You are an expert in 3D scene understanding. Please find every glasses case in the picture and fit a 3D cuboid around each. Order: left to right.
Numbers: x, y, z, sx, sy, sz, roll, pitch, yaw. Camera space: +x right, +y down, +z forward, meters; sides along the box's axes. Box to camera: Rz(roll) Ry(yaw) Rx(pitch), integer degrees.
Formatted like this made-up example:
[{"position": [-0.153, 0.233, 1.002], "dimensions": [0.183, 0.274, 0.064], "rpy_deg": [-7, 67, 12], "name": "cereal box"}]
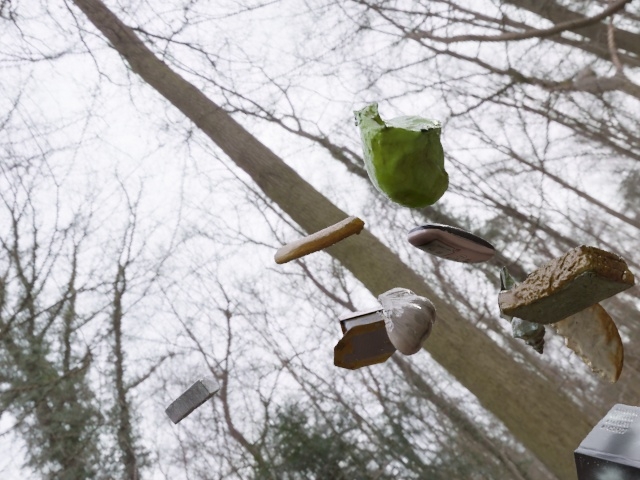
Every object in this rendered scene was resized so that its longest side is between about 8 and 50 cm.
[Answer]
[{"position": [0.389, 0.012, 1.904], "dimensions": [0.314, 0.122, 0.075], "rpy_deg": [17, -115, -35], "name": "glasses case"}]

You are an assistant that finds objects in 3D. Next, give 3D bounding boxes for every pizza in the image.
[{"position": [-0.005, 0.002, 1.731], "dimensions": [0.271, 0.056, 0.134], "rpy_deg": [-24, -1, 7], "name": "pizza"}]

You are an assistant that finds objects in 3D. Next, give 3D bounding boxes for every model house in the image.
[{"position": [0.127, 0.297, 2.094], "dimensions": [0.219, 0.136, 0.207], "rpy_deg": [-15, -50, -3], "name": "model house"}]

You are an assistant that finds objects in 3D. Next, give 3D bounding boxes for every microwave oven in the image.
[{"position": [0.960, 0.756, 1.905], "dimensions": [0.374, 0.236, 0.432], "rpy_deg": [-23, -74, -39], "name": "microwave oven"}]

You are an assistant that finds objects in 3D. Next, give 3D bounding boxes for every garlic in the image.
[{"position": [0.268, 0.227, 1.924], "dimensions": [0.142, 0.229, 0.178], "rpy_deg": [-25, -55, 25], "name": "garlic"}]

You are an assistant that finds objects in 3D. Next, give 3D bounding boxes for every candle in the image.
[{"position": [-0.392, 0.488, 2.026], "dimensions": [0.192, 0.068, 0.168], "rpy_deg": [-35, -11, -41], "name": "candle"}]

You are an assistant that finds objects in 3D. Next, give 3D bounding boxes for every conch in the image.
[{"position": [0.543, 0.191, 1.725], "dimensions": [0.114, 0.234, 0.137], "rpy_deg": [-10, -25, -24], "name": "conch"}]

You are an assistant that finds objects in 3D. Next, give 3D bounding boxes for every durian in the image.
[{"position": [0.239, -0.225, 1.770], "dimensions": [0.255, 0.204, 0.340], "rpy_deg": [-22, -65, -21], "name": "durian"}]

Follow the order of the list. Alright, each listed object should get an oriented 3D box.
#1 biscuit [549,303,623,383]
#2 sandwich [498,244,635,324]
[{"position": [0.841, 0.283, 2.020], "dimensions": [0.204, 0.309, 0.040], "rpy_deg": [-50, 7, -31], "name": "biscuit"}, {"position": [0.580, 0.114, 1.516], "dimensions": [0.226, 0.087, 0.251], "rpy_deg": [11, -36, -39], "name": "sandwich"}]
